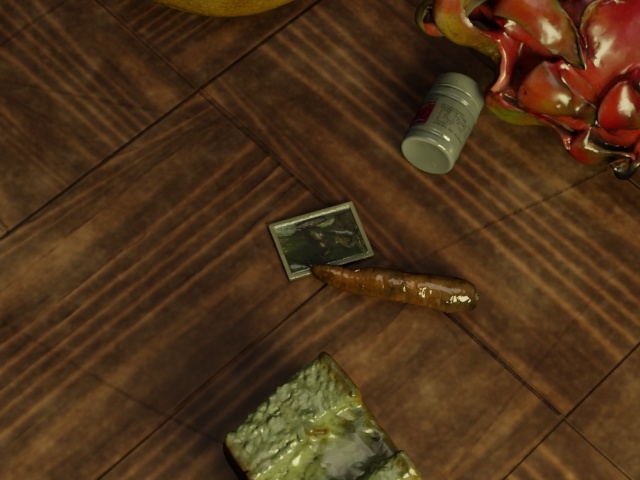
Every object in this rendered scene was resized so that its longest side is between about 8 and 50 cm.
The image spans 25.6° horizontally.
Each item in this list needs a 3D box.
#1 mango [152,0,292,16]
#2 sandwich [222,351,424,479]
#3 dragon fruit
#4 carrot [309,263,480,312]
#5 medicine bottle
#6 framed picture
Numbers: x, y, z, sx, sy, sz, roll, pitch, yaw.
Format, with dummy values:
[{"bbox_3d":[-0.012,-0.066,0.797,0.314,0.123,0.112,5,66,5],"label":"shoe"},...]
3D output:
[{"bbox_3d":[-0.142,-0.332,1.485,0.295,0.120,0.177,20,63,7],"label":"mango"},{"bbox_3d":[0.029,0.228,1.184,0.122,0.128,0.235,-35,68,-12],"label":"sandwich"},{"bbox_3d":[0.271,-0.196,1.369,0.307,0.227,0.243,4,25,-36],"label":"dragon fruit"},{"bbox_3d":[0.070,0.043,1.340,0.165,0.035,0.035,10,61,2],"label":"carrot"},{"bbox_3d":[0.124,-0.119,1.420,0.058,0.058,0.091,24,62,9],"label":"medicine bottle"},{"bbox_3d":[0.000,0.000,1.375,0.089,0.006,0.066,-15,63,-12],"label":"framed picture"}]
